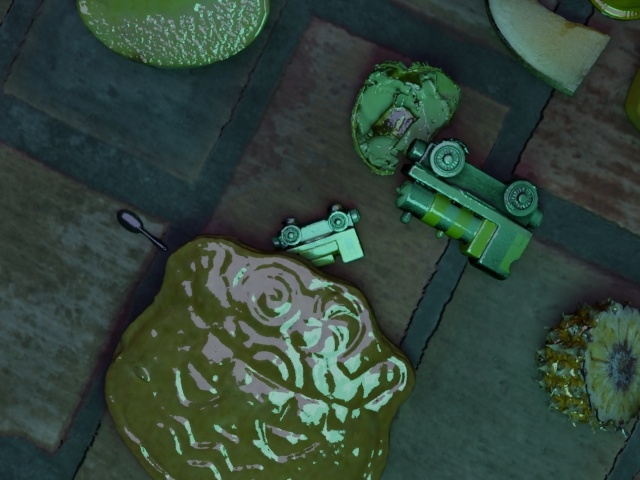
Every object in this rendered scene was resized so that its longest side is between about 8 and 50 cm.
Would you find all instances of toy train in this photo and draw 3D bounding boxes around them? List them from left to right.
[{"bbox_3d":[0.000,0.000,1.935,0.122,0.050,0.081,-20,102,4],"label":"toy train"},{"bbox_3d":[0.187,-0.048,1.901,0.200,0.083,0.132,29,91,-6],"label":"toy train"}]

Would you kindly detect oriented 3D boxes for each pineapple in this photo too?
[{"bbox_3d":[0.333,0.159,1.897,0.161,0.137,0.176,10,84,-41],"label":"pineapple"}]

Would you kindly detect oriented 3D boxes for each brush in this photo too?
[{"bbox_3d":[-0.237,-0.012,1.961,0.083,0.008,0.024,37,90,1],"label":"brush"}]

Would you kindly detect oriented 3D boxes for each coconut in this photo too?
[{"bbox_3d":[0.106,-0.171,1.924,0.158,0.055,0.133,-30,91,3],"label":"coconut"}]

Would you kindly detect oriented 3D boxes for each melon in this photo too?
[{"bbox_3d":[0.278,-0.269,1.922,0.182,0.054,0.098,28,87,3],"label":"melon"}]

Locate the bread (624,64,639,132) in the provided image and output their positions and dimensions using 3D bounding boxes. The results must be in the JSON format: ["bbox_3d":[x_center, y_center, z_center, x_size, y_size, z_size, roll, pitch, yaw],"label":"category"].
[{"bbox_3d":[0.484,-0.216,1.889,0.147,0.098,0.217,31,90,-5],"label":"bread"}]

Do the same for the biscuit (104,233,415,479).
[{"bbox_3d":[-0.079,0.197,1.911,0.385,0.062,0.365,29,98,1],"label":"biscuit"}]

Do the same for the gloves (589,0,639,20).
[{"bbox_3d":[0.398,-0.348,1.795,0.133,0.294,0.116,-10,89,1],"label":"gloves"}]

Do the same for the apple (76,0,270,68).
[{"bbox_3d":[-0.193,-0.322,1.907,0.265,0.120,0.193,1,103,5],"label":"apple"}]
